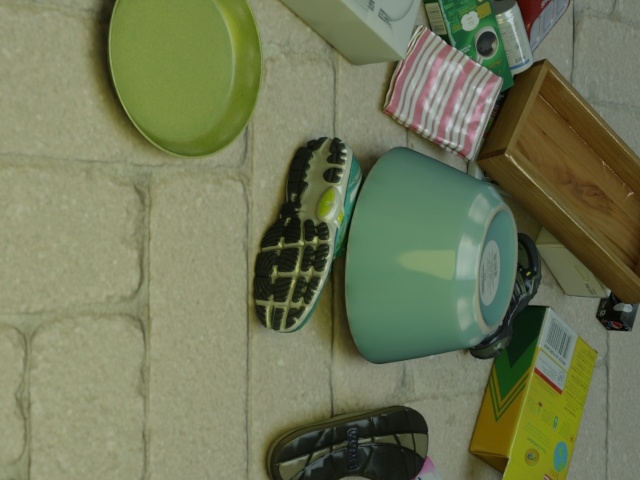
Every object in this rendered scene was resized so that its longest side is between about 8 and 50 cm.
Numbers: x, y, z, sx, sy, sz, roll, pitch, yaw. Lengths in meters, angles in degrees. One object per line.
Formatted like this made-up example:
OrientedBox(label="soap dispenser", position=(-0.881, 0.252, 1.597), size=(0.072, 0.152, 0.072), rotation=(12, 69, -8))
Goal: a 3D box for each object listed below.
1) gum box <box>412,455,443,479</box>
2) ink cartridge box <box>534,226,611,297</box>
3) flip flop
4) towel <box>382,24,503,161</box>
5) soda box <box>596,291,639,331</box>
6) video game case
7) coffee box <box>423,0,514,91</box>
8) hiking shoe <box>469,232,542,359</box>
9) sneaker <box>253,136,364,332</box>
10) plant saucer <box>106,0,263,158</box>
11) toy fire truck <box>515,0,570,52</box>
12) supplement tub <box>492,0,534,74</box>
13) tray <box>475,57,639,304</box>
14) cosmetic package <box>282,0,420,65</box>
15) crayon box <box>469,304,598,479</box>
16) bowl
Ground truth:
OrientedBox(label="gum box", position=(0.149, 0.417, 1.697), size=(0.107, 0.062, 0.188), rotation=(-54, 129, -33))
OrientedBox(label="ink cartridge box", position=(0.487, -0.027, 2.050), size=(0.158, 0.092, 0.218), rotation=(50, 54, -36))
OrientedBox(label="flip flop", position=(0.038, 0.283, 1.562), size=(0.277, 0.080, 0.112), rotation=(-2, 98, -34))
OrientedBox(label="towel", position=(0.188, -0.218, 1.700), size=(0.197, 0.029, 0.144), rotation=(26, 82, -34))
OrientedBox(label="soda box", position=(0.589, 0.089, 2.203), size=(0.060, 0.053, 0.169), rotation=(43, 60, -41))
OrientedBox(label="video game case", position=(0.313, -0.166, 1.898), size=(0.201, 0.023, 0.183), rotation=(10, 84, -48))
OrientedBox(label="coffee box", position=(0.231, -0.306, 1.765), size=(0.113, 0.040, 0.184), rotation=(-33, 113, -33))
OrientedBox(label="hiking shoe", position=(0.284, 0.073, 1.823), size=(0.114, 0.086, 0.227), rotation=(47, 58, -43))
OrientedBox(label="sneaker", position=(0.000, 0.000, 1.485), size=(0.110, 0.107, 0.275), rotation=(46, 57, -50))
OrientedBox(label="plant saucer", position=(-0.163, -0.216, 1.332), size=(0.241, 0.037, 0.241), rotation=(-3, 94, -50))
OrientedBox(label="toy fire truck", position=(0.396, -0.485, 1.902), size=(0.302, 0.169, 0.254), rotation=(-51, 151, -34))
OrientedBox(label="supplement tub", position=(0.299, -0.327, 1.838), size=(0.071, 0.071, 0.107), rotation=(-44, 123, -39))
OrientedBox(label="tray", position=(0.445, -0.091, 1.909), size=(0.411, 0.076, 0.203), rotation=(40, 61, -26))
OrientedBox(label="cosmetic package", position=(0.009, -0.446, 1.482), size=(0.377, 0.097, 0.284), rotation=(33, 64, -45))
OrientedBox(label="crayon box", position=(0.358, 0.293, 1.921), size=(0.202, 0.081, 0.319), rotation=(40, 62, -42))
OrientedBox(label="bowl", position=(0.171, 0.028, 1.579), size=(0.311, 0.163, 0.312), rotation=(-22, 114, -61))
